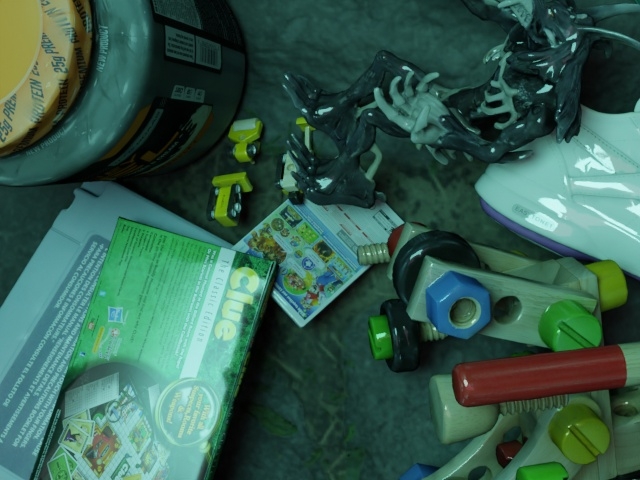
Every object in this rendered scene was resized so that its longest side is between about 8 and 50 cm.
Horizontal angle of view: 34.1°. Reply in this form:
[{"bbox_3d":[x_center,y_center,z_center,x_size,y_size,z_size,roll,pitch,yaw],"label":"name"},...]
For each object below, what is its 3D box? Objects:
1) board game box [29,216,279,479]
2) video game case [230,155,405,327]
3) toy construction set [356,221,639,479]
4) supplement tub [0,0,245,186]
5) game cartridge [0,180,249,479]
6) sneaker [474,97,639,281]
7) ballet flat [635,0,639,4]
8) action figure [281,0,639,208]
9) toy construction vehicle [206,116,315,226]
[{"bbox_3d":[-0.134,0.122,0.813,0.136,0.030,0.259,16,81,11],"label":"board game box"},{"bbox_3d":[0.000,0.000,0.854,0.122,0.011,0.087,-41,82,-11],"label":"video game case"},{"bbox_3d":[0.174,0.095,0.698,0.237,0.309,0.257,-6,85,-6],"label":"toy construction set"},{"bbox_3d":[-0.183,-0.137,0.755,0.194,0.316,0.193,1,95,12],"label":"supplement tub"},{"bbox_3d":[-0.183,0.110,0.866,0.196,0.060,0.294,28,80,14],"label":"game cartridge"},{"bbox_3d":[0.273,-0.029,0.758,0.305,0.114,0.152,24,98,12],"label":"sneaker"},{"bbox_3d":[0.331,-0.158,0.760,0.106,0.107,0.316,-40,88,-9],"label":"ballet flat"},{"bbox_3d":[0.089,-0.119,0.745,0.276,0.141,0.164,-23,47,35],"label":"action figure"},{"bbox_3d":[-0.045,-0.057,0.863,0.086,0.035,0.098,-8,57,22],"label":"toy construction vehicle"}]
